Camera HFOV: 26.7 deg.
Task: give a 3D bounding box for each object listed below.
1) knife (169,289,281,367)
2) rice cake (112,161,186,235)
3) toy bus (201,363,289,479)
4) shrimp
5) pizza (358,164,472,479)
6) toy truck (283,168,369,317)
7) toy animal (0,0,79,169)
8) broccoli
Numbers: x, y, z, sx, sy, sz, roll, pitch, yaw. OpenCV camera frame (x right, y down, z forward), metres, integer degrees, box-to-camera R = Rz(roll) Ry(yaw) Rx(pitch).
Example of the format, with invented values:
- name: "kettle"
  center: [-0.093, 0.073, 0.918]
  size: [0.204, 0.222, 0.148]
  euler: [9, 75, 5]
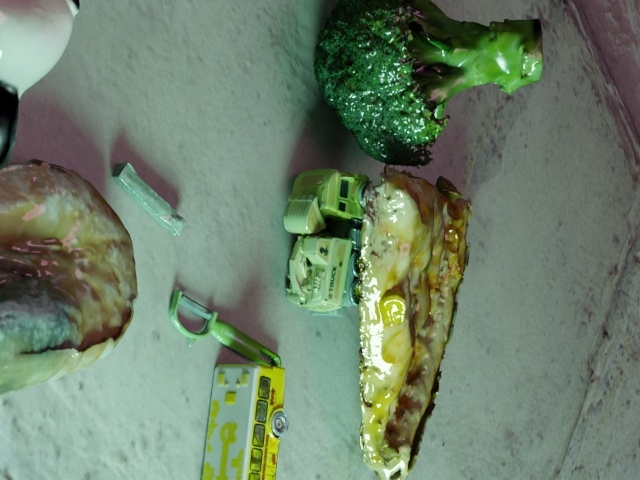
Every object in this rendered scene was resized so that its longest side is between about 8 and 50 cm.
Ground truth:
- name: "knife"
  center: [-0.113, 0.123, 1.634]
  size: [0.212, 0.015, 0.054]
  euler: [36, 61, -46]
- name: "rice cake"
  center: [-0.193, -0.046, 1.530]
  size: [0.121, 0.021, 0.022]
  euler: [48, 62, -41]
- name: "toy bus"
  center: [-0.089, 0.259, 1.604]
  size: [0.074, 0.081, 0.226]
  euler: [21, 72, -49]
- name: "shrimp"
  center: [-0.328, 0.049, 1.286]
  size: [0.445, 0.110, 0.221]
  euler: [-24, 101, -55]
- name: "pizza"
  center: [0.139, 0.062, 1.864]
  size: [0.392, 0.080, 0.435]
  euler: [-51, 146, -59]
- name: "toy truck"
  center: [0.000, 0.000, 1.736]
  size: [0.116, 0.085, 0.191]
  euler: [16, 78, -49]
- name: "toy animal"
  center: [-0.338, -0.162, 1.166]
  size: [0.212, 0.212, 0.267]
  euler: [29, 78, -49]
- name: "broccoli"
  center: [0.137, -0.229, 1.774]
  size: [0.297, 0.297, 0.298]
  euler: [-1, 90, -85]
